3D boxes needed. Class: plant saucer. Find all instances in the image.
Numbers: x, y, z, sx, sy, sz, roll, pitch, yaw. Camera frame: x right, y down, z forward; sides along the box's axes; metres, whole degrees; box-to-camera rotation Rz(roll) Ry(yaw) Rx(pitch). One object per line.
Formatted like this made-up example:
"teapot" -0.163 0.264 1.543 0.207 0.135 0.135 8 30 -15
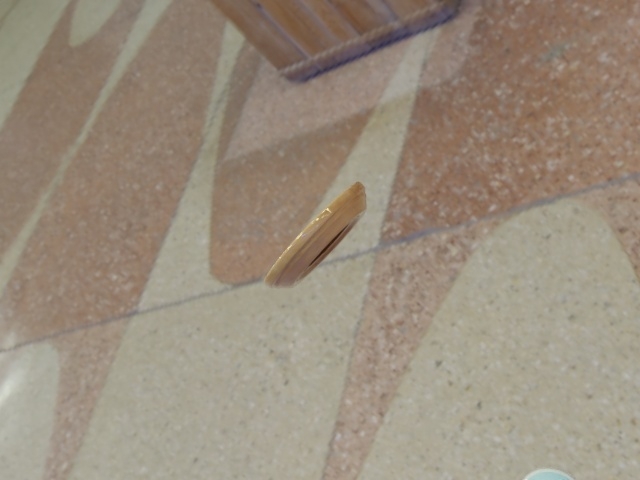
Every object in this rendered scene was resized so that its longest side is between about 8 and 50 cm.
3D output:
"plant saucer" 0.000 0.000 1.391 0.200 0.037 0.200 -47 -5 -6

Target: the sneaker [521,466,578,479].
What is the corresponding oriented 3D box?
"sneaker" 0.266 0.438 1.121 0.135 0.150 0.365 3 68 10
